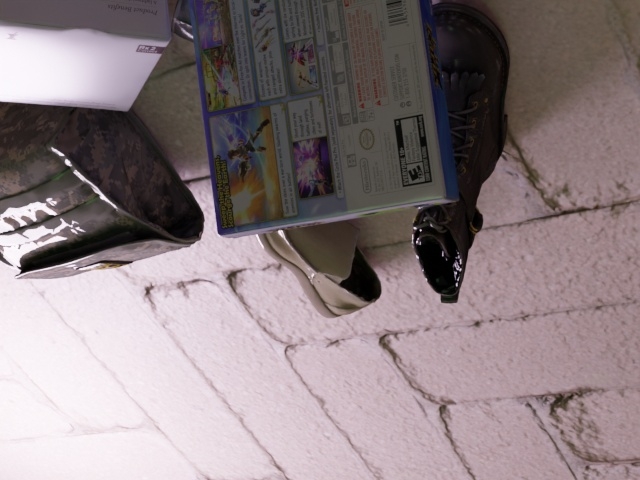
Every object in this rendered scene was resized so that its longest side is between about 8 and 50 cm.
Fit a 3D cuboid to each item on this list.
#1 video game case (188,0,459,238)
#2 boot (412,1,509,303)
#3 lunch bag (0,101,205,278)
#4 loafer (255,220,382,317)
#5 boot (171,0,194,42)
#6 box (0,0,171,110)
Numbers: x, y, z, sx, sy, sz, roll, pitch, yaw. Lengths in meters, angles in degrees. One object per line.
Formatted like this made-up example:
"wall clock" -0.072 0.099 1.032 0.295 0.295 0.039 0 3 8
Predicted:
"video game case" 0.000 -0.152 1.326 0.244 0.270 0.061 -9 175 20
"boot" 0.141 -0.089 1.385 0.091 0.229 0.263 2 138 21
"lunch bag" -0.315 -0.053 1.673 0.235 0.169 0.287 -14 137 30
"loafer" 0.000 0.000 1.657 0.092 0.102 0.268 -7 143 27
"boot" -0.067 -0.202 1.468 0.208 0.076 0.190 15 126 -5
"box" -0.272 -0.233 1.408 0.180 0.119 0.182 3 159 -23
